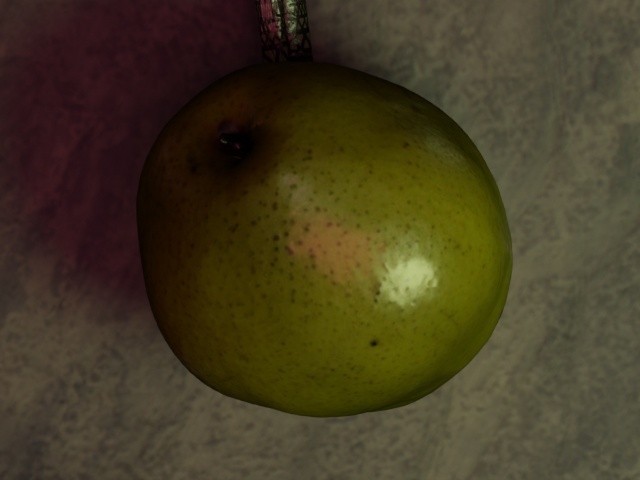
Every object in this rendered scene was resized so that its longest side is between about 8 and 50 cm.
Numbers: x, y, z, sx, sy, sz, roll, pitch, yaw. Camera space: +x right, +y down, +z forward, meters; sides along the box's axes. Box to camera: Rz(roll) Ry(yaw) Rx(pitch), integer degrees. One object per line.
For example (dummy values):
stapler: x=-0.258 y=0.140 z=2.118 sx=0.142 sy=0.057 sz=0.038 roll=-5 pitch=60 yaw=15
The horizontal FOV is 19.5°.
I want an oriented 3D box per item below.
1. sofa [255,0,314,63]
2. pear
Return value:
sofa: x=-0.031 y=-0.185 z=1.448 sx=0.039 sy=0.060 sz=0.118 roll=-7 pitch=106 yaw=4
pear: x=0.000 y=0.000 z=1.390 sx=0.294 sy=0.294 sz=0.294 roll=0 pitch=105 yaw=-2
